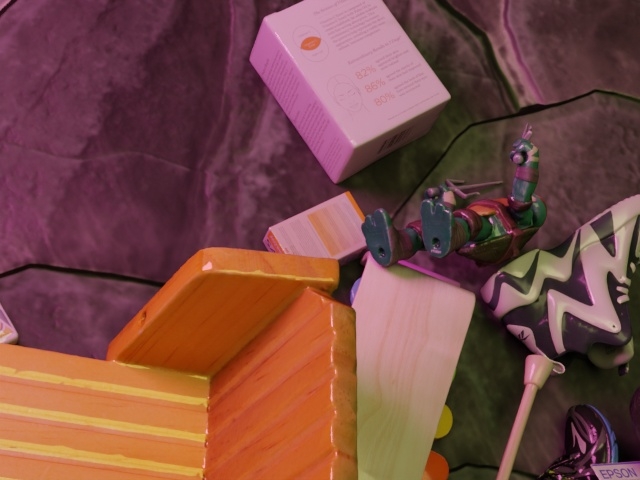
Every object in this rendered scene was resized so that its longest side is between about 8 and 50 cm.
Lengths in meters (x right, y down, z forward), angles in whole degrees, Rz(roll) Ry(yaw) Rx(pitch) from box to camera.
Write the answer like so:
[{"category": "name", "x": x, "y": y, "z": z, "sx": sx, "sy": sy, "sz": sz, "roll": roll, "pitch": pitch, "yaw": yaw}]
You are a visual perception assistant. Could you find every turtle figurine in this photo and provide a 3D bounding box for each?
[{"category": "turtle figurine", "x": 0.161, "y": -0.031, "z": 1.500, "sx": 0.234, "sy": 0.175, "sz": 0.118, "roll": -19, "pitch": 78, "yaw": -44}]

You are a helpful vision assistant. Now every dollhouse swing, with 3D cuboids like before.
[{"category": "dollhouse swing", "x": -0.180, "y": 0.173, "z": 1.240, "sx": 0.305, "sy": 0.315, "sz": 0.346, "roll": 21, "pitch": 48, "yaw": -24}]

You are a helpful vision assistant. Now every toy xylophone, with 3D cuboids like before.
[{"category": "toy xylophone", "x": 0.081, "y": 0.163, "z": 1.451, "sx": 0.236, "sy": 0.081, "sz": 0.322, "roll": 29, "pitch": 63, "yaw": 0}]

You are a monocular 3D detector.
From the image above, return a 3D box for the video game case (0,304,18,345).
[{"category": "video game case", "x": -0.430, "y": 0.058, "z": 1.401, "sx": 0.227, "sy": 0.026, "sz": 0.206, "roll": -28, "pitch": 76, "yaw": -23}]

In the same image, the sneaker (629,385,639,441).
[{"category": "sneaker", "x": 0.439, "y": 0.198, "z": 1.499, "sx": 0.330, "sy": 0.129, "sz": 0.147, "roll": 19, "pitch": 19, "yaw": -22}]

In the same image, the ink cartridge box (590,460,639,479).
[{"category": "ink cartridge box", "x": 0.372, "y": 0.299, "z": 1.434, "sx": 0.206, "sy": 0.045, "sz": 0.208, "roll": 3, "pitch": 41, "yaw": -35}]

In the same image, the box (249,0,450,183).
[{"category": "box", "x": 0.029, "y": -0.171, "z": 1.579, "sx": 0.130, "sy": 0.091, "sz": 0.170, "roll": -28, "pitch": 76, "yaw": -23}]

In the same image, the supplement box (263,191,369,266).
[{"category": "supplement box", "x": 0.000, "y": 0.000, "z": 1.528, "sx": 0.098, "sy": 0.036, "sz": 0.062, "roll": -25, "pitch": 75, "yaw": -22}]

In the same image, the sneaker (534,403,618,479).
[{"category": "sneaker", "x": 0.237, "y": 0.242, "z": 1.464, "sx": 0.078, "sy": 0.067, "sz": 0.188, "roll": 23, "pitch": 66, "yaw": -10}]

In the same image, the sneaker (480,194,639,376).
[{"category": "sneaker", "x": 0.298, "y": 0.057, "z": 1.547, "sx": 0.235, "sy": 0.094, "sz": 0.153, "roll": -25, "pitch": 76, "yaw": -22}]
